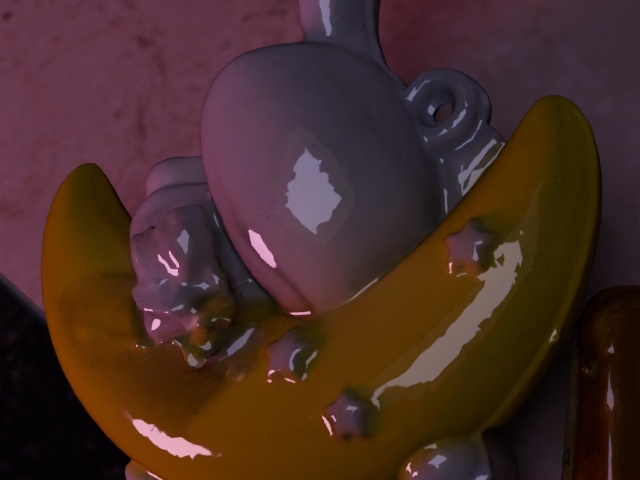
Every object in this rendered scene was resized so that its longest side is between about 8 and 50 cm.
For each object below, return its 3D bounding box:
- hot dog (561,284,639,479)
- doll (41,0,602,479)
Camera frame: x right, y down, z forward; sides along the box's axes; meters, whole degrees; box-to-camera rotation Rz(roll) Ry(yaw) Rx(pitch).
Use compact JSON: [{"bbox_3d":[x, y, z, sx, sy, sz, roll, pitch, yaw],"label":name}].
[{"bbox_3d":[0.121,0.092,0.628,0.072,0.055,0.188,0,68,19],"label":"hot dog"},{"bbox_3d":[0.000,0.000,0.689,0.237,0.111,0.252,-38,58,21],"label":"doll"}]
